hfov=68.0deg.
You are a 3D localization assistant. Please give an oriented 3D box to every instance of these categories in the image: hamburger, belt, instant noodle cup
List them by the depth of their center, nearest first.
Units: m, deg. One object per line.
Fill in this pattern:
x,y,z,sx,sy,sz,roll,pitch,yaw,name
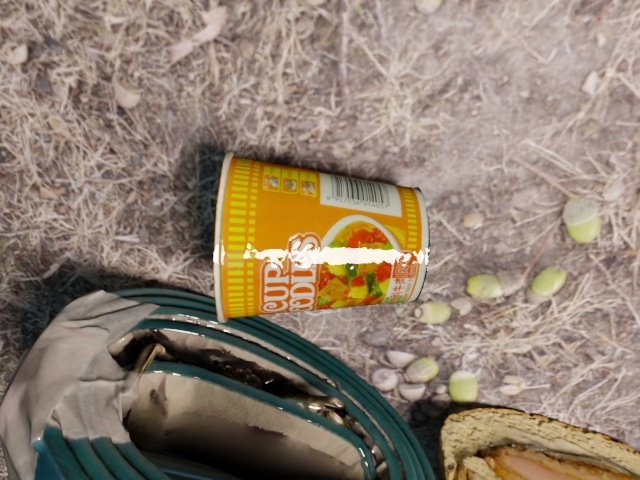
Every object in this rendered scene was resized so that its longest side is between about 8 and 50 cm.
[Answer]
0.000,0.000,0.463,0.184,0.168,0.169,3,116,-5,instant noodle cup
-0.096,0.223,0.490,0.436,0.300,0.173,25,116,-1,belt
0.265,0.348,0.587,0.329,0.162,0.209,19,119,-5,hamburger

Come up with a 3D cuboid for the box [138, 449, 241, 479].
-0.164,0.330,0.648,0.226,0.130,0.162,12,117,2,box
